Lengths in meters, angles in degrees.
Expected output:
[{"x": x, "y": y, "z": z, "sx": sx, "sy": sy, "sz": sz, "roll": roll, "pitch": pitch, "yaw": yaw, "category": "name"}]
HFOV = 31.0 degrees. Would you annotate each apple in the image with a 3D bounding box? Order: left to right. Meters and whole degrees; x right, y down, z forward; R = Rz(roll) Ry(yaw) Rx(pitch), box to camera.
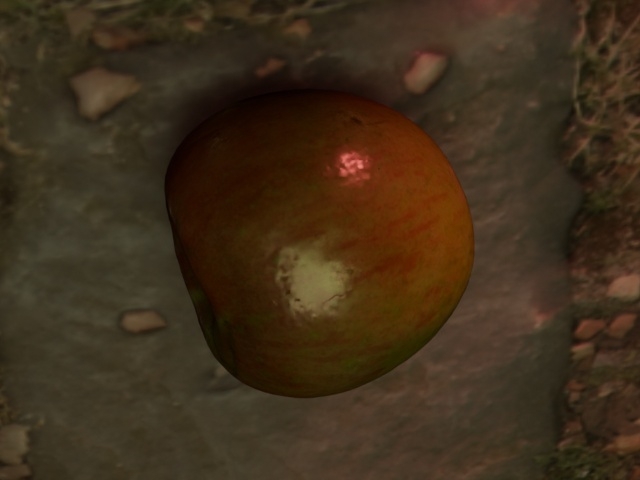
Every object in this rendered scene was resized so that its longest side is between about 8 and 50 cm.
[{"x": 0.000, "y": 0.000, "z": 0.719, "sx": 0.196, "sy": 0.196, "sz": 0.196, "roll": -5, "pitch": 120, "yaw": -9, "category": "apple"}]
